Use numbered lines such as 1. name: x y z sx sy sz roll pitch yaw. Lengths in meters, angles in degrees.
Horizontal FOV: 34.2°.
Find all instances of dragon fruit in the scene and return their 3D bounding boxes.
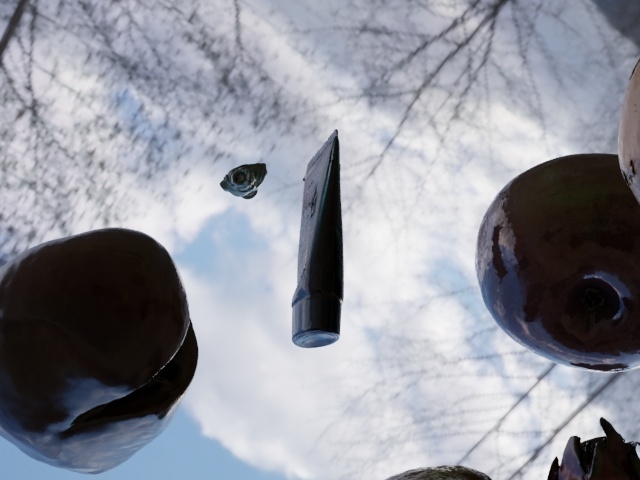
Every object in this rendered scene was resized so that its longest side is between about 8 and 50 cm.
1. dragon fruit: 0.404 0.372 1.479 0.182 0.182 0.189 27 -132 -20

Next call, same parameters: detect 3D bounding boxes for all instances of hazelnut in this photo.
1. hazelnut: -0.224 0.100 0.977 0.217 0.252 0.217 6 -137 -5

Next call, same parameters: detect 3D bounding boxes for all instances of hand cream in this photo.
1. hand cream: 0.000 0.000 1.342 0.061 0.120 0.271 10 -113 -16

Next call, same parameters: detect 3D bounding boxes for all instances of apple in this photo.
1. apple: 0.346 0.030 1.305 0.305 0.306 0.235 34 -155 -6

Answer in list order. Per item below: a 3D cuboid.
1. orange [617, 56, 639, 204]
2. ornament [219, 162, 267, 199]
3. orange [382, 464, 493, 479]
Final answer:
1. orange: 0.346 -0.086 0.768 0.246 0.246 0.246 29 -152 -17
2. ornament: -0.107 -0.084 1.465 0.041 0.068 0.092 66 -158 8
3. orange: 0.093 0.364 1.088 0.196 0.263 0.334 37 -164 -1
